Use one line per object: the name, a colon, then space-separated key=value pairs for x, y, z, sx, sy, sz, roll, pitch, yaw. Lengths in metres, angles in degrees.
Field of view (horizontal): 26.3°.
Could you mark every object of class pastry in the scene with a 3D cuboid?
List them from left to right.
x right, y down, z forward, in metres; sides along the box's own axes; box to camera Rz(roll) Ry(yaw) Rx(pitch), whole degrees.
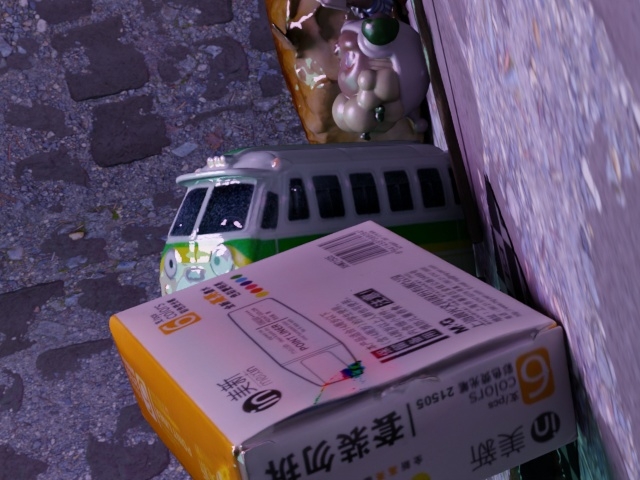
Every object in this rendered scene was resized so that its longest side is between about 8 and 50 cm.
pastry: x=0.023 y=-0.202 z=1.477 sx=0.329 sy=0.136 sz=0.329 roll=-15 pitch=-90 yaw=-90

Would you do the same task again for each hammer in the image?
hammer: x=0.091 y=-0.132 z=1.093 sx=0.058 sy=0.029 sz=0.292 roll=-92 pitch=-14 yaw=-74

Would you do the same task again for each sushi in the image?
sushi: x=0.134 y=0.107 z=0.997 sx=0.219 sy=0.047 sz=0.231 roll=75 pitch=-178 yaw=-45

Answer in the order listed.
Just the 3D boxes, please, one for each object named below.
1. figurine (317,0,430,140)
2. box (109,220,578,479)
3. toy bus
figurine: x=0.044 y=-0.186 z=1.211 sx=0.147 sy=0.093 sz=0.197 roll=162 pitch=95 yaw=-81
box: x=0.003 y=0.085 z=0.891 sx=0.274 sy=0.221 sz=0.091 roll=-146 pitch=40 yaw=-64
toy bus: x=0.000 y=0.000 z=1.150 sx=0.133 sy=0.276 sz=0.164 roll=-4 pitch=91 yaw=47
